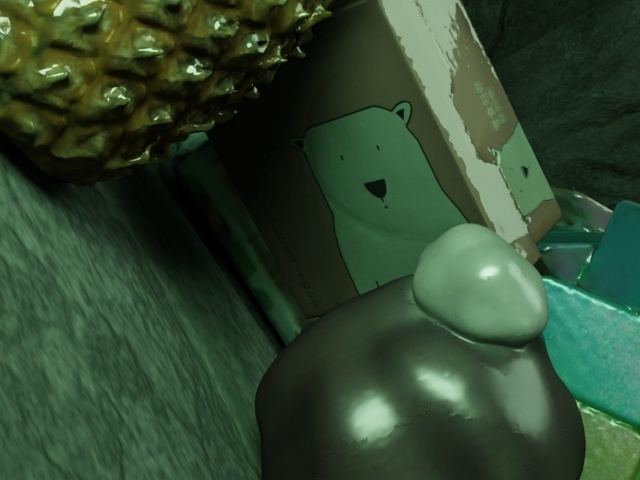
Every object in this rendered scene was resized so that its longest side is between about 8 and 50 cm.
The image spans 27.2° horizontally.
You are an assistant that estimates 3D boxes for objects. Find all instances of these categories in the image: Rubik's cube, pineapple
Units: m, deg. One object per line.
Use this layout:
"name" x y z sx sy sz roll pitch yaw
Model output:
"Rubik's cube" 0.293 0.136 1.242 0.368 0.387 0.358 60 -14 -14
"pineapple" -0.047 -0.186 0.773 0.202 0.362 0.202 60 -3 5

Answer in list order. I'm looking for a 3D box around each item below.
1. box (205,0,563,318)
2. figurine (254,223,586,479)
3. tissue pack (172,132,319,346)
"box" 0.034 -0.064 0.936 0.086 0.215 0.215 -39 107 -42
"figurine" 0.096 0.167 0.914 0.365 0.206 0.218 51 27 -57
"tissue pack" 0.000 0.000 1.171 0.311 0.128 0.228 58 9 -17
